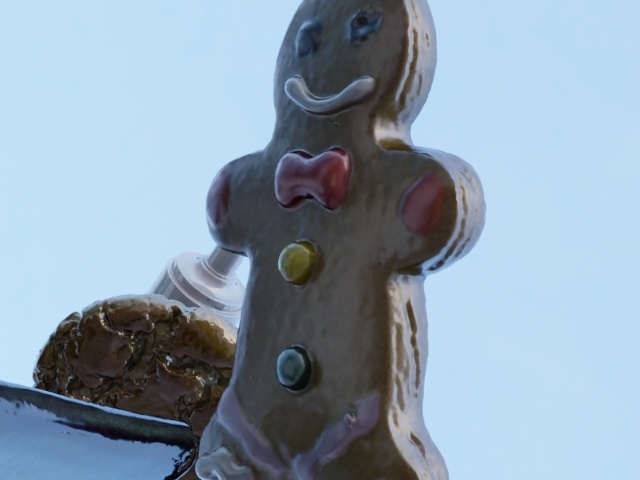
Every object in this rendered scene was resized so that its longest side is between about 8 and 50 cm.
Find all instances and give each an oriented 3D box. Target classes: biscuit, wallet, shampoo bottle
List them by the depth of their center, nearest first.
[{"bbox_3d":[-0.231,0.158,1.302,0.172,0.318,0.045,-39,-120,15],"label":"wallet"},{"bbox_3d":[-0.001,0.000,1.441,0.283,0.064,0.432,5,-93,47],"label":"biscuit"},{"bbox_3d":[-0.150,0.149,1.671,0.226,0.042,0.226,2,-70,6],"label":"biscuit"},{"bbox_3d":[-0.155,0.114,1.829,0.092,0.092,0.303,45,-66,25],"label":"shampoo bottle"}]
